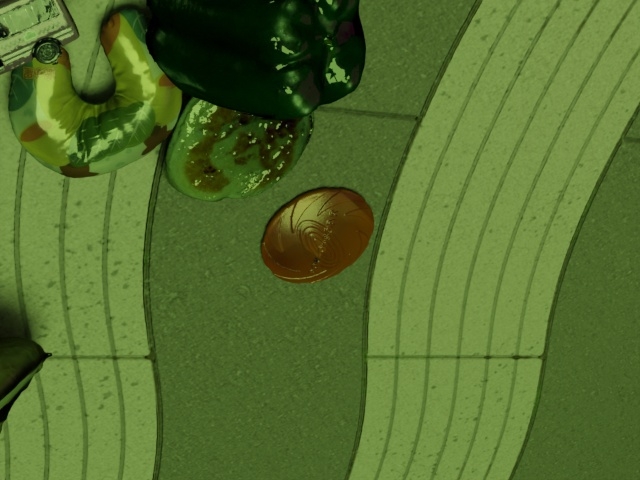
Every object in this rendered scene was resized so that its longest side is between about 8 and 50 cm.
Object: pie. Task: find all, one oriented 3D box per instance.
[{"bbox_3d":[-0.118,-0.151,1.844,0.240,0.054,0.241,-18,136,-18],"label":"pie"}]

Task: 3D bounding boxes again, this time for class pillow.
[{"bbox_3d":[-0.299,-0.189,1.717,0.233,0.086,0.214,-19,124,-6],"label":"pillow"}]

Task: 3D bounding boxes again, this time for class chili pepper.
[{"bbox_3d":[-0.076,-0.272,1.614,0.233,0.256,0.249,-43,141,-25],"label":"chili pepper"}]

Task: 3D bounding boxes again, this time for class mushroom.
[{"bbox_3d":[-0.526,0.208,1.890,0.217,0.212,0.292,-56,169,-20],"label":"mushroom"}]

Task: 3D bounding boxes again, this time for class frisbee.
[{"bbox_3d":[0.000,0.000,2.053,0.192,0.035,0.192,-14,132,-16],"label":"frisbee"}]

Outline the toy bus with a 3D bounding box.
[{"bbox_3d":[-0.407,-0.258,1.586,0.198,0.096,0.108,-25,131,-7],"label":"toy bus"}]
